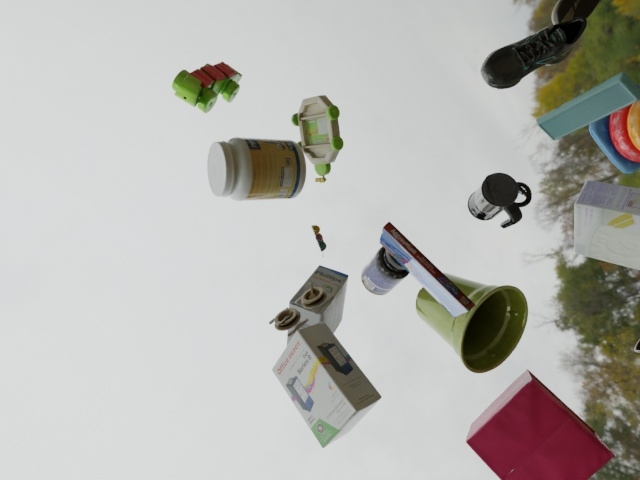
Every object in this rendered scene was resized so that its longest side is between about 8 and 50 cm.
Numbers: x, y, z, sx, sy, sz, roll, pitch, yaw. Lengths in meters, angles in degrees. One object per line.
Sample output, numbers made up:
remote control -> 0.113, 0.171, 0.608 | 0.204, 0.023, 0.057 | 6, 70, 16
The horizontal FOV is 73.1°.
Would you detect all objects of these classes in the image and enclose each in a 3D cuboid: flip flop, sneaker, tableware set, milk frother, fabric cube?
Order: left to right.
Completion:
tableware set -> -0.064, 0.198, 1.309 | 0.194, 0.128, 0.039 | -37, -63, -24
milk frother -> 0.452, -0.115, 1.051 | 0.129, 0.135, 0.143 | 36, -96, 10
sneaker -> 0.496, -0.447, 1.009 | 0.267, 0.106, 0.101 | -29, -95, -10
fabric cube -> 0.611, 0.565, 1.237 | 0.259, 0.258, 0.254 | 45, -172, 24
flip flop -> 0.718, -0.660, 1.145 | 0.112, 0.277, 0.080 | 45, -178, -5

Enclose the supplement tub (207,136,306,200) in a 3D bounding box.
supplement tub -> -0.149, -0.166, 1.010 | 0.199, 0.144, 0.145 | -6, -109, -33

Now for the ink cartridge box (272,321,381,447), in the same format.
ink cartridge box -> 0.006, 0.312, 0.952 | 0.093, 0.154, 0.212 | -5, -134, -45

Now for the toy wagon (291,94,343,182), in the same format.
toy wagon -> -0.006, -0.413, 1.786 | 0.068, 0.267, 0.345 | -19, -72, -34

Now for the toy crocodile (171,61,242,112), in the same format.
toy crocodile -> -0.315, -0.458, 1.243 | 0.115, 0.105, 0.341 | 37, -146, -4

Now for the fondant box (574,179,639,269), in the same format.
fondant box -> 0.871, -0.021, 1.152 | 0.096, 0.330, 0.238 | -54, -43, -19

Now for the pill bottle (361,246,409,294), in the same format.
pill bottle -> 0.220, 0.085, 1.392 | 0.122, 0.219, 0.123 | 7, -118, -13

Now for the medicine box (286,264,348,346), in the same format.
medicine box -> -0.010, 0.300, 1.839 | 0.149, 0.264, 0.289 | 18, -144, 18

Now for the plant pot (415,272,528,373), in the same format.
plant pot -> 0.446, 0.226, 1.348 | 0.275, 0.254, 0.276 | -10, -70, -27

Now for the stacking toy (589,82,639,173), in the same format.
stacking toy -> 0.735, -0.256, 0.866 | 0.175, 0.302, 0.166 | -45, -84, -8

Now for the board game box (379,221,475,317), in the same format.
board game box -> 0.260, 0.077, 1.096 | 0.027, 0.145, 0.281 | -42, -104, -9

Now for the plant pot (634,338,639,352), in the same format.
plant pot -> 0.872, 0.262, 1.005 | 0.166, 0.167, 0.165 | -15, -127, -47

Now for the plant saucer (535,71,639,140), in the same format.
plant saucer -> 0.525, -0.257, 0.858 | 0.067, 0.192, 0.018 | 38, -113, -10

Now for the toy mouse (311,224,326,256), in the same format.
toy mouse -> 0.000, 0.000, 1.764 | 0.161, 0.031, 0.143 | -119, 8, -80
